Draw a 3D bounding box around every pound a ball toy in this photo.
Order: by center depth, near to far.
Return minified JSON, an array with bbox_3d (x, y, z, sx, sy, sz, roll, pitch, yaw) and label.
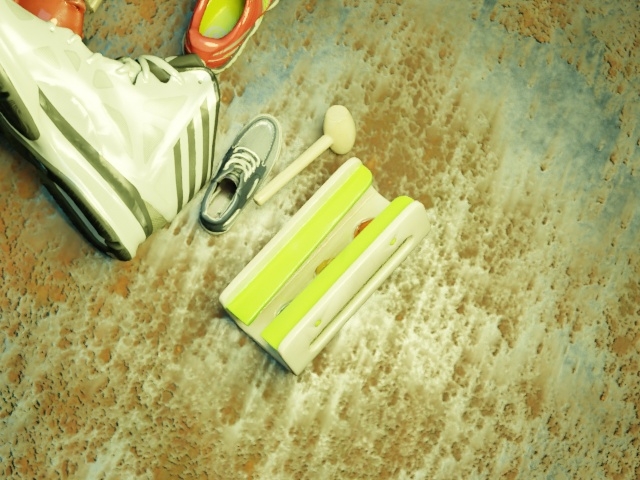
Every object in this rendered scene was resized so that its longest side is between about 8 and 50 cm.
[{"bbox_3d":[0.000,0.000,1.419,0.208,0.135,0.319,37,78,27],"label":"pound a ball toy"}]

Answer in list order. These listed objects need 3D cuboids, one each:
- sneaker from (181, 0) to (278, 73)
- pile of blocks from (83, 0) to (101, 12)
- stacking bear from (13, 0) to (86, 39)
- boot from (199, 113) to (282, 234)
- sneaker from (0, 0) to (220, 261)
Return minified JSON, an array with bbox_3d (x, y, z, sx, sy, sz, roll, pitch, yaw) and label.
[{"bbox_3d":[-0.103,-0.360,1.455,0.107,0.118,0.279,25,79,-2],"label":"sneaker"},{"bbox_3d":[-0.247,-0.473,1.462,0.362,0.112,0.149,-35,86,-10],"label":"pile of blocks"},{"bbox_3d":[-0.463,-0.310,1.396,0.289,0.175,0.164,8,63,-14],"label":"stacking bear"},{"bbox_3d":[-0.106,-0.097,1.428,0.069,0.086,0.190,25,79,-1],"label":"boot"},{"bbox_3d":[-0.301,-0.217,1.357,0.257,0.169,0.447,-43,117,-22],"label":"sneaker"}]
